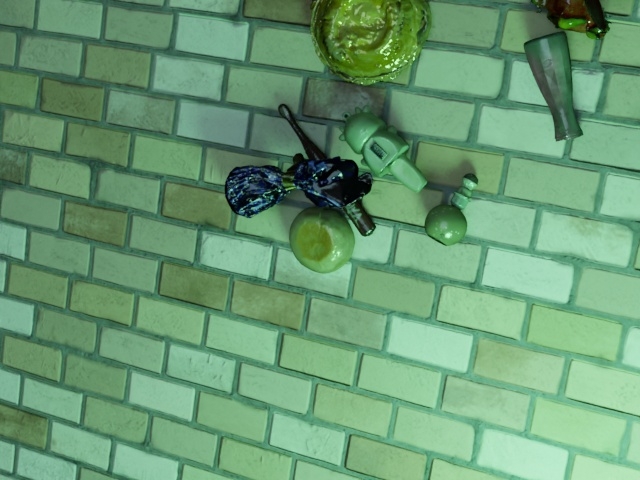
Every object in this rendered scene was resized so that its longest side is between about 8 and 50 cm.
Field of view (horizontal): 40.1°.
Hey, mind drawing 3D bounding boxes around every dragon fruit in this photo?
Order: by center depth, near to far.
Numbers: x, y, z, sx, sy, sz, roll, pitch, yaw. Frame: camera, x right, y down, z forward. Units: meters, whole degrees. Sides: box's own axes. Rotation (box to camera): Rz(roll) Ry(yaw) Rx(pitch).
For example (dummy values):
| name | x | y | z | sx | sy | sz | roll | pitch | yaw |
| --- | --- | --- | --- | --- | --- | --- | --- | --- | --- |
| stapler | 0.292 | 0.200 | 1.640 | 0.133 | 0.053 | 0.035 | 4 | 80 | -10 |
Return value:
| name | x | y | z | sx | sy | sz | roll | pitch | yaw |
| --- | --- | --- | --- | --- | --- | --- | --- | --- | --- |
| dragon fruit | 0.504 | -0.462 | 1.734 | 0.175 | 0.142 | 0.138 | 10 | 142 | 49 |

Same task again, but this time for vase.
| name | x | y | z | sx | sy | sz | roll | pitch | yaw |
| --- | --- | --- | --- | --- | --- | --- | --- | --- | --- |
| vase | 0.478 | -0.308 | 1.775 | 0.086 | 0.086 | 0.214 | -14 | 96 | 21 |

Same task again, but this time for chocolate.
| name | x | y | z | sx | sy | sz | roll | pitch | yaw |
| --- | --- | --- | --- | --- | --- | --- | --- | --- | --- |
| chocolate | -0.045 | -0.132 | 1.940 | 0.343 | 0.126 | 0.148 | -5 | 59 | 29 |

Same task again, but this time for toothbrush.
| name | x | y | z | sx | sy | sz | roll | pitch | yaw |
| --- | --- | --- | --- | --- | --- | --- | --- | --- | --- |
| toothbrush | 0.010 | -0.162 | 1.985 | 0.041 | 0.041 | 0.364 | -38 | 82 | 20 |

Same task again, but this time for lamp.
| name | x | y | z | sx | sy | sz | roll | pitch | yaw |
| --- | --- | --- | --- | --- | --- | --- | --- | --- | --- |
| lamp | 0.288 | -0.070 | 1.876 | 0.091 | 0.091 | 0.163 | 27 | 89 | 15 |

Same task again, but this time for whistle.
| name | x | y | z | sx | sy | sz | roll | pitch | yaw |
| --- | --- | --- | --- | --- | --- | --- | --- | --- | --- |
| whistle | 0.136 | -0.197 | 1.906 | 0.244 | 0.092 | 0.110 | 44 | 107 | 12 |

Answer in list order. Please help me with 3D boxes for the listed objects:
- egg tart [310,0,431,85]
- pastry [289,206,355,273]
| name | x | y | z | sx | sy | sz | roll | pitch | yaw |
| --- | --- | --- | --- | --- | --- | --- | --- | --- | --- |
| egg tart | 0.101 | -0.475 | 1.886 | 0.279 | 0.095 | 0.278 | 2 | 95 | 19 |
| pastry | 0.000 | 0.000 | 1.981 | 0.156 | 0.092 | 0.156 | 5 | 100 | 27 |
